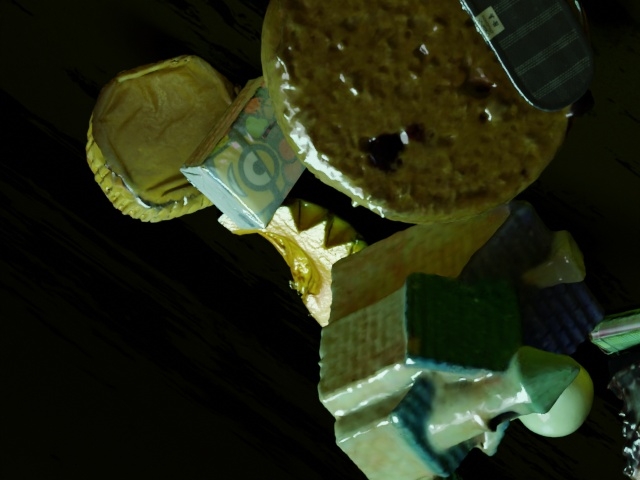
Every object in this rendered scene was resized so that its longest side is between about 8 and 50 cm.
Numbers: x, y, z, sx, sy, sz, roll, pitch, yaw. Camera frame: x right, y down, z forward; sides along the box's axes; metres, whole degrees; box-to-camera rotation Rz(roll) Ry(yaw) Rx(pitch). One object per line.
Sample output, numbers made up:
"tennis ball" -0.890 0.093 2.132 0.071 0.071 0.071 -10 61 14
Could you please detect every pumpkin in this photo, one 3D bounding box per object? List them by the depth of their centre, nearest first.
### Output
"pumpkin" 0.000 0.000 1.893 0.130 0.149 0.254 -39 106 21

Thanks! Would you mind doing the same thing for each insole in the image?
"insole" 0.126 -0.235 1.180 0.309 0.110 0.012 57 172 -18

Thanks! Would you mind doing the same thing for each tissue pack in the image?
"tissue pack" -0.073 -0.101 1.688 0.108 0.148 0.060 45 156 -23

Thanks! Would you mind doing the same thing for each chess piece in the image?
"chess piece" 0.222 0.171 1.865 0.251 0.144 0.144 20 154 19

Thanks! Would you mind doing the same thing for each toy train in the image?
"toy train" 0.368 0.107 1.654 0.071 0.038 0.148 39 156 -14

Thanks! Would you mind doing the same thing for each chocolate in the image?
"chocolate" 0.411 0.241 1.631 0.224 0.177 0.206 8 158 32

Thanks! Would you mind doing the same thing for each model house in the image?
"model house" 0.173 0.115 1.614 0.280 0.312 0.245 -26 122 21

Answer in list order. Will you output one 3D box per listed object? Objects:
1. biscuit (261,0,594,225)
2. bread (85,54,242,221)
"biscuit" 0.089 -0.154 1.236 0.296 0.296 0.075 43 180 -20
"bread" -0.181 -0.116 1.745 0.199 0.199 0.104 37 159 -6
